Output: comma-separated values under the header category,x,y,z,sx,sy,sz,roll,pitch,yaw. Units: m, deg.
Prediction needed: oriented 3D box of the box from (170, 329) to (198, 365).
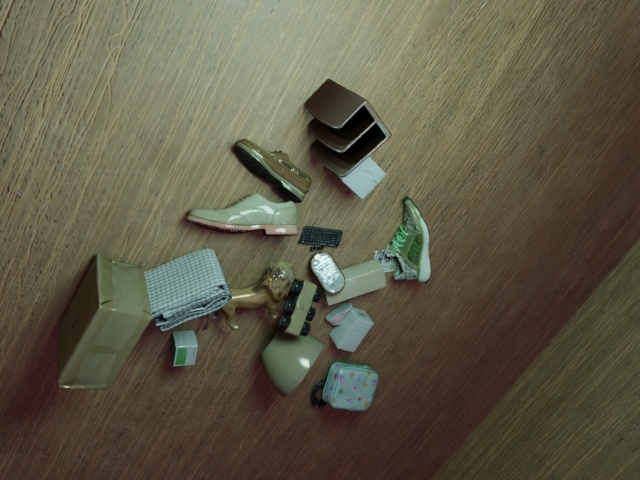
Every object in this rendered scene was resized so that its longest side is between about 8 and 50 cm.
category,x,y,z,sx,sy,sz,roll,pitch,yaw
box,-0.544,0.428,1.807,0.087,0.102,0.101,2,117,-28

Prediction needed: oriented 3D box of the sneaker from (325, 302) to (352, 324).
category,x,y,z,sx,sy,sz,roll,pitch,yaw
sneaker,0.094,0.340,2.078,0.134,0.051,0.070,-33,129,1

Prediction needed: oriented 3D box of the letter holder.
category,x,y,z,sx,sy,sz,roll,pitch,yaw
letter holder,0.046,-0.363,1.467,0.214,0.302,0.152,-43,127,5

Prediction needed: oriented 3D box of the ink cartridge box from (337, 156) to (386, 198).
category,x,y,z,sx,sy,sz,roll,pitch,yaw
ink cartridge box,0.123,-0.261,1.642,0.127,0.176,0.128,-48,126,8

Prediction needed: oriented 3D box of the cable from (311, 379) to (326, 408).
category,x,y,z,sx,sy,sz,roll,pitch,yaw
cable,0.024,0.779,2.315,0.150,0.047,0.185,-16,124,-15

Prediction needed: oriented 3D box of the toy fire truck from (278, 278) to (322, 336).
category,x,y,z,sx,sy,sz,roll,pitch,yaw
toy fire truck,-0.094,0.278,1.881,0.158,0.246,0.217,23,79,-18

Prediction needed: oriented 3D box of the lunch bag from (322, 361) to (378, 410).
category,x,y,z,sx,sy,sz,roll,pitch,yaw
lunch bag,0.153,0.725,2.273,0.279,0.107,0.224,20,82,-35

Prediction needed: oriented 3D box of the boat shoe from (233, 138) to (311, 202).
category,x,y,z,sx,sy,sz,roll,pitch,yaw
boat shoe,-0.161,-0.259,1.573,0.307,0.110,0.105,39,71,-30

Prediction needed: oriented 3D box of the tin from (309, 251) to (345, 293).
category,x,y,z,sx,sy,sz,roll,pitch,yaw
tin,0.030,0.133,1.866,0.106,0.040,0.190,-33,92,-13

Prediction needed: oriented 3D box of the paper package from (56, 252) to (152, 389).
category,x,y,z,sx,sy,sz,roll,pitch,yaw
paper package,-0.718,0.262,1.495,0.168,0.309,0.325,23,109,-38

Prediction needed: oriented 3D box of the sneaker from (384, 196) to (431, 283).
category,x,y,z,sx,sy,sz,roll,pitch,yaw
sneaker,0.363,0.017,1.939,0.181,0.158,0.411,-12,114,0

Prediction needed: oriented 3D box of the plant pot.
category,x,y,z,sx,sy,sz,roll,pitch,yaw
plant pot,-0.147,0.498,1.956,0.190,0.284,0.284,37,102,-1

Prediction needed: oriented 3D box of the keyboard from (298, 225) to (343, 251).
category,x,y,z,sx,sy,sz,roll,pitch,yaw
keyboard,0.000,0.000,1.844,0.180,0.023,0.108,6,116,-27

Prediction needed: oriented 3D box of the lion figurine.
category,x,y,z,sx,sy,sz,roll,pitch,yaw
lion figurine,-0.282,0.220,1.767,0.391,0.142,0.240,-19,140,-22

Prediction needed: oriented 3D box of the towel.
category,x,y,z,sx,sy,sz,roll,pitch,yaw
towel,-0.472,0.174,1.605,0.283,0.235,0.121,-24,132,-9

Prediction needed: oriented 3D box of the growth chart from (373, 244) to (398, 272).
category,x,y,z,sx,sy,sz,roll,pitch,yaw
growth chart,0.332,0.080,2.046,0.237,0.021,0.172,-11,122,-19

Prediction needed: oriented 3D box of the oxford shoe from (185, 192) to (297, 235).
category,x,y,z,sx,sy,sz,roll,pitch,yaw
oxford shoe,-0.273,-0.096,1.619,0.396,0.140,0.147,4,87,-21

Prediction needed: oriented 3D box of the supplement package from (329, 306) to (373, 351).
category,x,y,z,sx,sy,sz,roll,pitch,yaw
supplement package,0.142,0.411,2.107,0.105,0.105,0.179,23,108,-34

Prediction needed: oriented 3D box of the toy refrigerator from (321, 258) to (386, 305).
category,x,y,z,sx,sy,sz,roll,pitch,yaw
toy refrigerator,0.138,0.176,1.962,0.269,0.094,0.102,-18,120,-9
